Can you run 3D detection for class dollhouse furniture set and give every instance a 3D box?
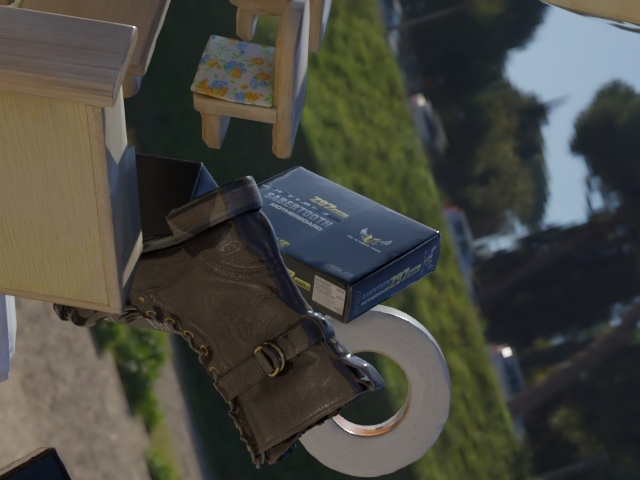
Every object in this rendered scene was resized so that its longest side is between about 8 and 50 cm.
[{"bbox_3d":[-0.193,-0.183,1.270,0.256,0.362,0.394,94,7,-52],"label":"dollhouse furniture set"}]

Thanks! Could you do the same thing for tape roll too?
[{"bbox_3d":[0.061,0.195,2.091,0.072,0.219,0.219,-64,137,-86],"label":"tape roll"}]

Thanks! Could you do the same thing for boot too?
[{"bbox_3d":[-0.095,0.091,1.371,0.091,0.263,0.229,-23,85,-57],"label":"boot"}]

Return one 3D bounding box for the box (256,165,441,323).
[{"bbox_3d":[0.000,0.000,1.924,0.232,0.183,0.059,27,-55,30],"label":"box"}]

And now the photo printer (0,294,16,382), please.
[{"bbox_3d":[-0.488,0.041,1.855,0.107,0.256,0.307,120,-35,-63],"label":"photo printer"}]

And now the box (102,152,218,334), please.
[{"bbox_3d":[-0.175,0.007,1.599,0.261,0.184,0.103,60,40,-63],"label":"box"}]

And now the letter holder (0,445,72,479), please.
[{"bbox_3d":[-0.385,0.348,1.660,0.152,0.302,0.214,62,-15,-3],"label":"letter holder"}]

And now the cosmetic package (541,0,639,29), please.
[{"bbox_3d":[0.333,-0.278,1.547,0.309,0.113,0.160,-140,-114,-71],"label":"cosmetic package"}]
